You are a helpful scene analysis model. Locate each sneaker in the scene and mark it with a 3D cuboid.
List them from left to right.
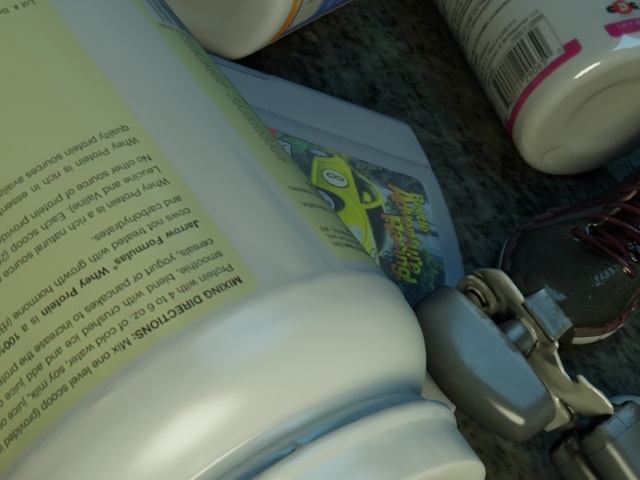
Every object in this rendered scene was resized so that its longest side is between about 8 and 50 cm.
[{"bbox_3d":[0.246,-0.033,1.061,0.106,0.162,0.281,45,38,15],"label":"sneaker"}]

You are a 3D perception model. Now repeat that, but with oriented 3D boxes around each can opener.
[{"bbox_3d":[0.156,0.141,0.851,0.095,0.076,0.283,-32,83,-26],"label":"can opener"}]

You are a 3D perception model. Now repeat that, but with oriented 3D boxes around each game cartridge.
[{"bbox_3d":[0.000,0.000,0.939,0.196,0.060,0.294,20,39,-24],"label":"game cartridge"}]

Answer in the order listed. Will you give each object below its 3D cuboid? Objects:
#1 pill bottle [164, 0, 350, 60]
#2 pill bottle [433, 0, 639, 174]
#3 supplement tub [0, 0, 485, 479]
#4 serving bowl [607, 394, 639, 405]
[{"bbox_3d":[-0.024,-0.247,1.110,0.152,0.152,0.272,40,37,8],"label":"pill bottle"},{"bbox_3d":[0.183,-0.210,1.199,0.160,0.160,0.283,0,52,-36],"label":"pill bottle"},{"bbox_3d":[-0.099,0.040,0.667,0.235,0.235,0.325,-14,58,-45],"label":"supplement tub"},{"bbox_3d":[0.224,0.137,0.970,0.083,0.027,0.083,19,40,-17],"label":"serving bowl"}]
